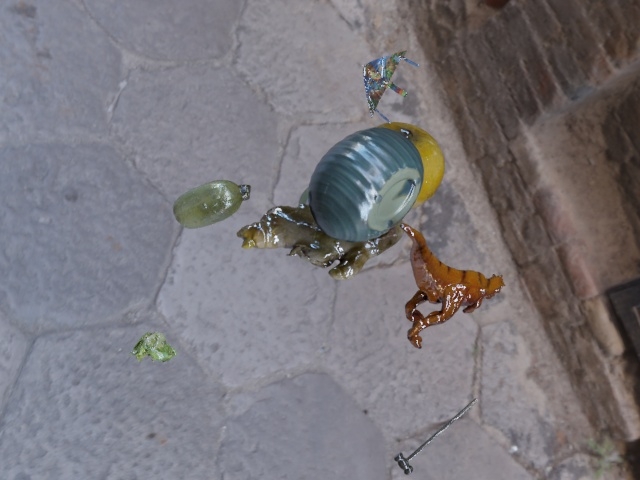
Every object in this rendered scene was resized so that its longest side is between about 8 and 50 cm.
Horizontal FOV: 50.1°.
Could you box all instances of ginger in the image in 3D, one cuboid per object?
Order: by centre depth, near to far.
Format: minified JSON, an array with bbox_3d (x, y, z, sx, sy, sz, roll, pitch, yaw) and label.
[{"bbox_3d":[-0.002,-0.001,1.402,0.333,0.080,0.166,13,61,1],"label":"ginger"}]

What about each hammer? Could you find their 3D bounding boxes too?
[{"bbox_3d":[0.331,0.536,1.904,0.292,0.029,0.058,-37,84,-11],"label":"hammer"}]

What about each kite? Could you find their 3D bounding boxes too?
[{"bbox_3d":[0.155,-0.378,1.623,0.160,0.010,0.183,24,95,-40],"label":"kite"}]

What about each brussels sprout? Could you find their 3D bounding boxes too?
[{"bbox_3d":[-0.306,0.202,1.283,0.085,0.085,0.058,23,63,-20],"label":"brussels sprout"}]

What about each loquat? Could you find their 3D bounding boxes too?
[{"bbox_3d":[0.216,-0.213,1.929,0.263,0.263,0.263,11,65,-26],"label":"loquat"}]

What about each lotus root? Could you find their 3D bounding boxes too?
[{"bbox_3d":[-0.240,-0.084,1.525,0.077,0.183,0.090,-100,170,-51],"label":"lotus root"}]

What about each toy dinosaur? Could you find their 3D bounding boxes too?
[{"bbox_3d":[0.228,0.106,1.341,0.432,0.208,0.097,17,28,-50],"label":"toy dinosaur"}]

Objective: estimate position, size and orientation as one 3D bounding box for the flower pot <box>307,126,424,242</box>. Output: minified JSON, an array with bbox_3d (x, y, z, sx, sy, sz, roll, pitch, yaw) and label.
[{"bbox_3d":[0.087,-0.103,1.272,0.243,0.157,0.189,-43,138,-18],"label":"flower pot"}]

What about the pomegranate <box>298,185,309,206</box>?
[{"bbox_3d":[0.014,-0.051,1.633,0.179,0.210,0.179,43,26,-27],"label":"pomegranate"}]
